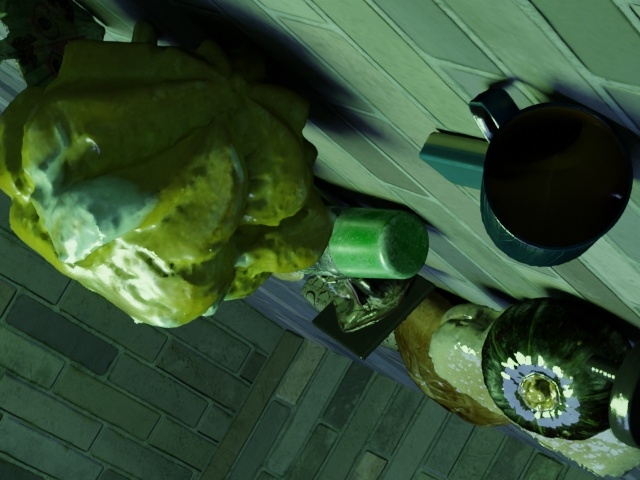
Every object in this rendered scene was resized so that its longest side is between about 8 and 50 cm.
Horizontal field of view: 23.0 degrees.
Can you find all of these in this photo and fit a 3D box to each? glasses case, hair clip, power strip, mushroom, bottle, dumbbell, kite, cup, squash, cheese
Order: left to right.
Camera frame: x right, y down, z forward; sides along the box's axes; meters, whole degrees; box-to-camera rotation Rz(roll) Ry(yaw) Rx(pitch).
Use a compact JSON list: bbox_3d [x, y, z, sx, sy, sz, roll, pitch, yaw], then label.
[{"bbox_3d":[-0.320,-0.219,1.795,0.013,0.323,0.268,-15,-173,32],"label":"kite"},{"bbox_3d":[-0.200,-0.220,1.784,0.030,0.044,0.083,14,171,-4],"label":"cheese"},{"bbox_3d":[0.000,0.000,2.072,0.330,0.093,0.093,3,154,48],"label":"bottle"},{"bbox_3d":[0.029,-0.041,2.129,0.188,0.033,0.060,34,169,-26],"label":"hair clip"},{"bbox_3d":[0.092,0.134,2.826,0.137,0.085,0.355,36,171,-32],"label":"glasses case"},{"bbox_3d":[0.215,0.186,2.461,0.278,0.146,0.278,49,169,13],"label":"mushroom"},{"bbox_3d":[0.150,-0.071,1.479,0.056,0.032,0.123,34,171,-34],"label":"power strip"},{"bbox_3d":[0.183,-0.056,1.265,0.113,0.150,0.138,-5,171,2],"label":"cup"},{"bbox_3d":[0.295,0.157,1.939,0.193,0.156,0.193,38,146,32],"label":"squash"},{"bbox_3d":[0.423,0.184,1.704,0.325,0.143,0.143,22,169,42],"label":"dumbbell"}]

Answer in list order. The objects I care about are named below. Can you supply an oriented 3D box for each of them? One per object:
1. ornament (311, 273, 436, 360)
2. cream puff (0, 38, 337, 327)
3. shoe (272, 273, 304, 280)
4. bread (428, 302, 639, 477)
[{"bbox_3d":[0.035,0.030,2.236,0.196,0.166,0.153,52,169,-34],"label":"ornament"},{"bbox_3d":[-0.148,-0.093,1.634,0.378,0.275,0.378,19,-155,-9],"label":"cream puff"},{"bbox_3d":[-0.049,-0.036,2.260,0.089,0.092,0.180,-7,112,45],"label":"shoe"},{"bbox_3d":[0.312,0.178,2.108,0.337,0.102,0.183,29,140,10],"label":"bread"}]
